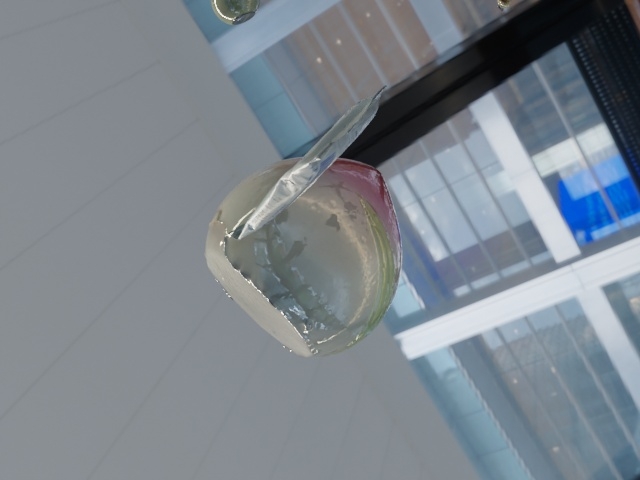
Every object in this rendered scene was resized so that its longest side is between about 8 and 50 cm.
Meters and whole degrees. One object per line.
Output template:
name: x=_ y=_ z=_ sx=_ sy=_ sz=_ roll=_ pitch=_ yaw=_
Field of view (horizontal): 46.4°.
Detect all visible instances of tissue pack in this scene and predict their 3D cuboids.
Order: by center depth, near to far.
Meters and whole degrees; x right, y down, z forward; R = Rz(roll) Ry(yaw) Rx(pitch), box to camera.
tissue pack: x=-0.013 y=-0.068 z=0.728 sx=0.026 sy=0.193 sz=0.122 roll=45 pitch=-126 yaw=-4

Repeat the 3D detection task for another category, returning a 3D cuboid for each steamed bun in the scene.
steamed bun: x=0.000 y=0.000 z=1.119 sx=0.309 sy=0.309 sz=0.309 roll=43 pitch=-148 yaw=-36

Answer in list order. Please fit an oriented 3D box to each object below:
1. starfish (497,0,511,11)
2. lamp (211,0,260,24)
starfish: x=0.194 y=-0.422 z=1.034 sx=0.295 sy=0.048 sz=0.231 roll=-1 pitch=-120 yaw=-53
lamp: x=-0.175 y=-0.487 z=1.389 sx=0.163 sy=0.091 sz=0.091 roll=66 pitch=-155 yaw=0
